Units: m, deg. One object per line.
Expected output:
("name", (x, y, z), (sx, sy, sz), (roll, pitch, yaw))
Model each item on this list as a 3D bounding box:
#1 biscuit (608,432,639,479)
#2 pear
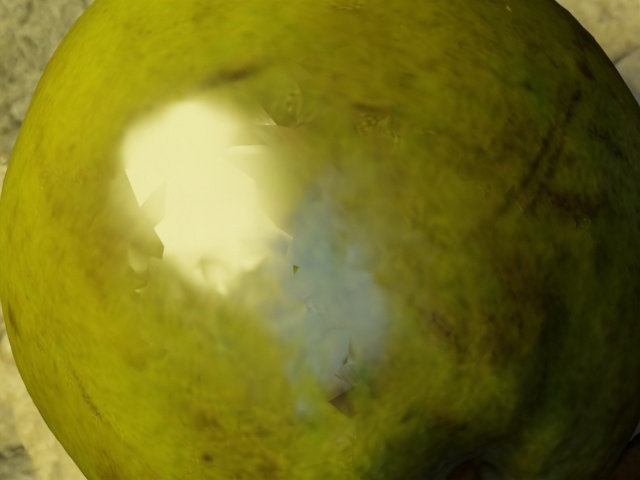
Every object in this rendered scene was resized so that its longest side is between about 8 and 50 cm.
("biscuit", (0.218, 0.227, 0.958), (0.208, 0.041, 0.290), (11, 115, 37))
("pear", (0.000, 0.000, 0.958), (0.352, 0.352, 0.413), (-34, 49, 5))
